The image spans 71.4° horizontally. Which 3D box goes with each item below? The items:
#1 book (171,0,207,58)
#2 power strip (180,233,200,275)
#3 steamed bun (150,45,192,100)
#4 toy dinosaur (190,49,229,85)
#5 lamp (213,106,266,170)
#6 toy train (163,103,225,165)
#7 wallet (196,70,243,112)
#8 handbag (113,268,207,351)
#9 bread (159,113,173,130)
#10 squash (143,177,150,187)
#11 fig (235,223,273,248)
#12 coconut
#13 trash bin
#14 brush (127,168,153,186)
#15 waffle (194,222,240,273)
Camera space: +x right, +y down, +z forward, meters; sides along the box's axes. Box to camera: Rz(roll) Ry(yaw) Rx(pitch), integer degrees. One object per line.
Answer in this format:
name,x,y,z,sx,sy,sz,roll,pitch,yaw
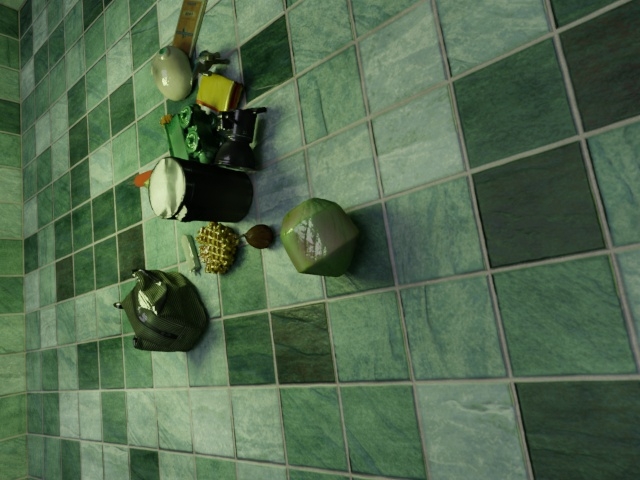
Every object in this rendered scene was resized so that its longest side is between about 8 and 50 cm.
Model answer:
book,-0.566,-0.906,1.895,0.170,0.018,0.241,28,105,37
power strip,-0.520,0.056,1.783,0.048,0.030,0.191,-34,67,31
steamed bun,-0.627,-0.700,1.850,0.177,0.131,0.227,-21,79,42
toy dinosaur,-0.467,-0.673,1.709,0.188,0.075,0.247,10,54,34
lamp,-0.286,-0.365,1.537,0.147,0.172,0.227,11,96,40
toy train,-0.484,-0.391,1.713,0.202,0.145,0.265,-32,67,36
wallet,-0.388,-0.561,1.704,0.241,0.067,0.141,35,113,40
handbag,-0.621,0.269,1.720,0.340,0.240,0.247,46,110,33
bread,-0.650,-0.489,1.912,0.072,0.053,0.105,-41,69,34
squash,-0.567,-0.173,1.705,0.133,0.220,0.220,-37,60,-6
fig,-0.221,-0.014,1.487,0.089,0.125,0.088,-3,86,44
coconut,0.000,0.000,1.261,0.236,0.204,0.235,1,97,11
trash bin,-0.401,-0.162,1.532,0.203,0.302,0.252,-49,63,25
brush,-0.765,-0.278,1.996,0.324,0.051,0.070,-3,92,36
waffle,-0.392,0.029,1.649,0.193,0.070,0.197,46,118,27
